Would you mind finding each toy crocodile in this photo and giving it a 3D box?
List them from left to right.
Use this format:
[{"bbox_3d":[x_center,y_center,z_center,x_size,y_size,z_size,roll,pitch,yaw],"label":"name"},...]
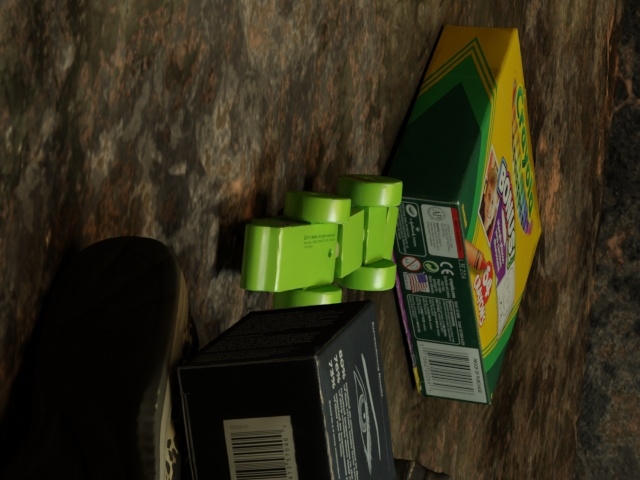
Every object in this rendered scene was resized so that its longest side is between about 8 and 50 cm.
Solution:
[{"bbox_3d":[0.000,0.000,1.791,0.340,0.105,0.115,-19,114,-64],"label":"toy crocodile"}]

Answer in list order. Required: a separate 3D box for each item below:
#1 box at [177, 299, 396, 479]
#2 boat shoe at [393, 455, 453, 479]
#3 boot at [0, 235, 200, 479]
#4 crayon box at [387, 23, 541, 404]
[{"bbox_3d":[-0.020,0.140,1.385,0.207,0.108,0.153,-33,116,-75],"label":"box"},{"bbox_3d":[0.129,0.382,2.221,0.355,0.130,0.132,67,34,-55],"label":"boat shoe"},{"bbox_3d":[-0.141,0.222,1.384,0.284,0.138,0.377,64,29,-57],"label":"boot"},{"bbox_3d":[0.186,-0.032,2.284,0.363,0.106,0.313,77,27,-44],"label":"crayon box"}]
